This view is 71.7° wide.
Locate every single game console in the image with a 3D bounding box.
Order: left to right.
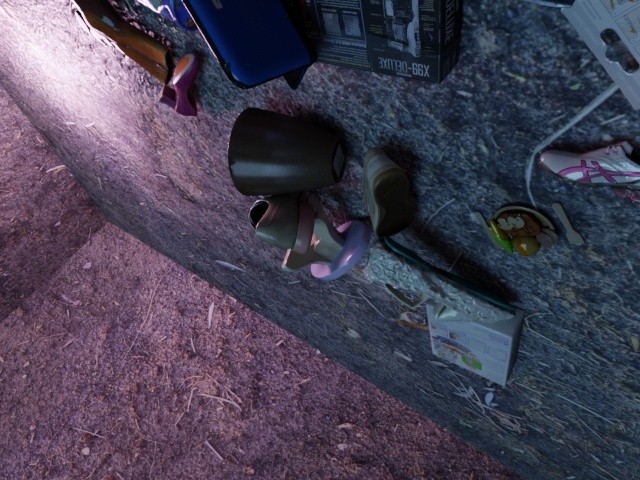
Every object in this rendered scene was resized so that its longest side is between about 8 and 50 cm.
[{"bbox_3d":[-0.151,-0.378,0.729,0.173,0.250,0.293,-20,104,51],"label":"game console"}]

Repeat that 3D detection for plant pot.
[{"bbox_3d":[-0.063,-0.200,1.054,0.231,0.215,0.215,9,146,19],"label":"plant pot"}]

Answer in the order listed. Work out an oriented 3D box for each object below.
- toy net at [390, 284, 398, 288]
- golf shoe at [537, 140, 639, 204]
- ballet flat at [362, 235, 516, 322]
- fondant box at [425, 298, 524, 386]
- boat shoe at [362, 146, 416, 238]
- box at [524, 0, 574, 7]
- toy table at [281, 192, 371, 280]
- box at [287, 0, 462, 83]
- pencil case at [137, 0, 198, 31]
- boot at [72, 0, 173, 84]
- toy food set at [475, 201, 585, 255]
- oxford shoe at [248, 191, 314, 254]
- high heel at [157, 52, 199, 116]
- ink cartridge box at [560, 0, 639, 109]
[{"bbox_3d":[0.222,0.090,1.332,0.122,0.045,0.232,28,153,18],"label":"toy net"},{"bbox_3d":[0.443,-0.119,0.691,0.186,0.068,0.085,22,124,29],"label":"golf shoe"},{"bbox_3d":[0.287,0.125,1.123,0.409,0.146,0.147,27,156,-8],"label":"ballet flat"},{"bbox_3d":[0.450,0.279,1.307,0.239,0.096,0.330,20,149,31],"label":"fondant box"},{"bbox_3d":[0.153,-0.103,1.045,0.302,0.109,0.098,63,-178,-62],"label":"boat shoe"},{"bbox_3d":[0.242,-0.362,0.414,0.108,0.153,0.207,26,154,20],"label":"box"},{"bbox_3d":[0.000,0.000,1.270,0.161,0.252,0.274,28,139,-19],"label":"toy table"},{"bbox_3d":[0.060,-0.389,0.685,0.308,0.076,0.242,22,151,29],"label":"box"},{"bbox_3d":[-0.366,-0.550,0.900,0.306,0.119,0.133,31,173,9],"label":"pencil case"},{"bbox_3d":[-0.509,-0.546,1.120,0.281,0.096,0.264,36,154,0],"label":"boot"},{"bbox_3d":[0.415,-0.018,0.910,0.132,0.038,0.192,48,152,-22],"label":"toy food set"},{"bbox_3d":[-0.113,-0.088,1.171,0.147,0.140,0.397,10,-164,-13],"label":"oxford shoe"},{"bbox_3d":[-0.346,-0.410,1.197,0.117,0.082,0.244,19,153,-33],"label":"high heel"},{"bbox_3d":[0.421,-0.263,0.480,0.181,0.056,0.225,43,158,-14],"label":"ink cartridge box"}]
